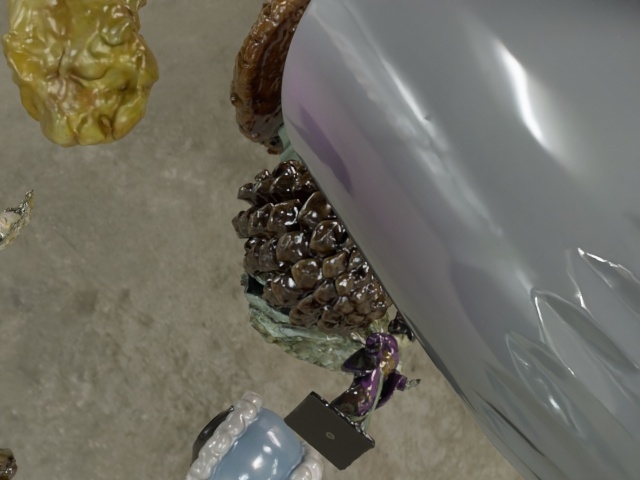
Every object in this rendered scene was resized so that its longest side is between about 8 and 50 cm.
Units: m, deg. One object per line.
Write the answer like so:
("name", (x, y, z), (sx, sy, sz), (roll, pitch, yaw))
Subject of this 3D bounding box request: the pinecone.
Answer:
("pinecone", (0.000, 0.006, 0.861), (0.205, 0.179, 0.184), (22, 98, 36))

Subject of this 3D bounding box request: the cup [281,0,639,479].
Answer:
("cup", (0.151, -0.020, 0.453), (0.253, 0.253, 0.371), (-23, 52, -8))

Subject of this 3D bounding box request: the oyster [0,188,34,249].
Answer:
("oyster", (-0.504, -0.001, 1.186), (0.200, 0.061, 0.106), (-24, 62, -41))

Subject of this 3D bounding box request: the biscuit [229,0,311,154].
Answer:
("biscuit", (-0.011, -0.267, 1.112), (0.289, 0.334, 0.081), (-32, 67, -25))

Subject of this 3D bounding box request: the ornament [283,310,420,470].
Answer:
("ornament", (0.063, 0.148, 0.842), (0.081, 0.088, 0.203), (46, 47, 7))

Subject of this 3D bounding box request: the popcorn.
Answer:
("popcorn", (-0.305, -0.234, 0.987), (0.191, 0.190, 0.253), (-54, 37, 22))

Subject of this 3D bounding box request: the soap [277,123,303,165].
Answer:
("soap", (0.030, -0.151, 1.046), (0.119, 0.198, 0.066), (8, 70, -24))

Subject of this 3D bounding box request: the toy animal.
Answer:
("toy animal", (-0.091, 0.342, 1.187), (0.204, 0.156, 0.208), (40, 27, 4))

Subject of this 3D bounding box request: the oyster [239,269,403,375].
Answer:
("oyster", (-0.007, 0.092, 1.061), (0.199, 0.112, 0.267), (1, 33, -16))

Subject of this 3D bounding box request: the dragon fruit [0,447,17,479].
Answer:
("dragon fruit", (-0.339, 0.161, 0.407), (0.315, 0.250, 0.250), (7, 61, 2))
